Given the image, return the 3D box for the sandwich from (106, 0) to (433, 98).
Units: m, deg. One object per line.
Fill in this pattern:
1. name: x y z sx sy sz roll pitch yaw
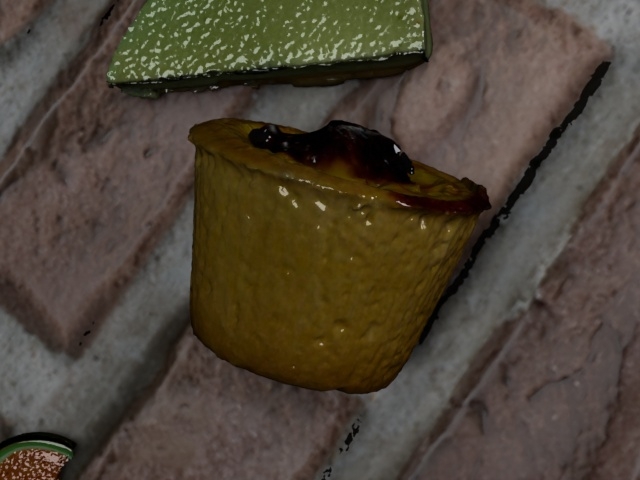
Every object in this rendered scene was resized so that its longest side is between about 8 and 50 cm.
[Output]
1. sandwich: -0.040 -0.222 0.963 0.245 0.063 0.212 -4 79 10

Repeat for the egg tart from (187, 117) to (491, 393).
1. egg tart: 0.000 0.000 0.862 0.215 0.215 0.170 18 103 12

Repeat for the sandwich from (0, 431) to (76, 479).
1. sandwich: -0.234 0.190 0.961 0.069 0.026 0.101 23 90 8
